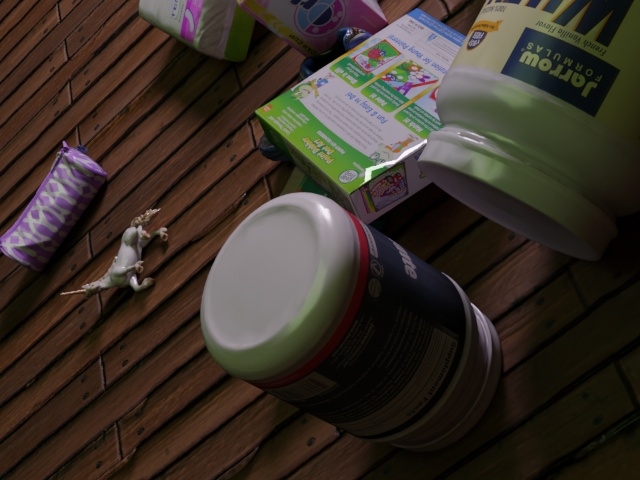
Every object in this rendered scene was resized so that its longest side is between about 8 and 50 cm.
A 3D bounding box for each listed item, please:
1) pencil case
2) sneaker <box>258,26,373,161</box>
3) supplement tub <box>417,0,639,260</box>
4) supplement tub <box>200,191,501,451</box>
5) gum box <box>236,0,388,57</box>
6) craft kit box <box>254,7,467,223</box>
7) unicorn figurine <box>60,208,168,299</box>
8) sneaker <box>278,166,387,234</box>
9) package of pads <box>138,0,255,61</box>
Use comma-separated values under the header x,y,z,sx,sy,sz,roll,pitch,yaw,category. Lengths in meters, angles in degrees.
x,y,z,sx,sy,sz,roll,pitch,yaw,category
-0.417,-0.051,2.007,0.206,0.088,0.086,-57,37,3,pencil case
-0.006,-0.193,1.661,0.221,0.087,0.083,-46,39,14,sneaker
0.256,-0.168,1.244,0.235,0.235,0.325,24,84,51,supplement tub
0.034,0.088,1.281,0.191,0.272,0.191,-26,49,34,supplement tub
-0.017,-0.310,1.668,0.107,0.188,0.062,-42,41,19,gum box
0.083,-0.150,1.487,0.246,0.061,0.250,-31,37,-11,craft kit box
-0.277,0.032,1.835,0.111,0.060,0.162,-4,47,46,unicorn figurine
0.000,0.000,1.509,0.121,0.108,0.302,5,68,53,sneaker
-0.163,-0.437,1.911,0.229,0.101,0.296,36,115,52,package of pads
